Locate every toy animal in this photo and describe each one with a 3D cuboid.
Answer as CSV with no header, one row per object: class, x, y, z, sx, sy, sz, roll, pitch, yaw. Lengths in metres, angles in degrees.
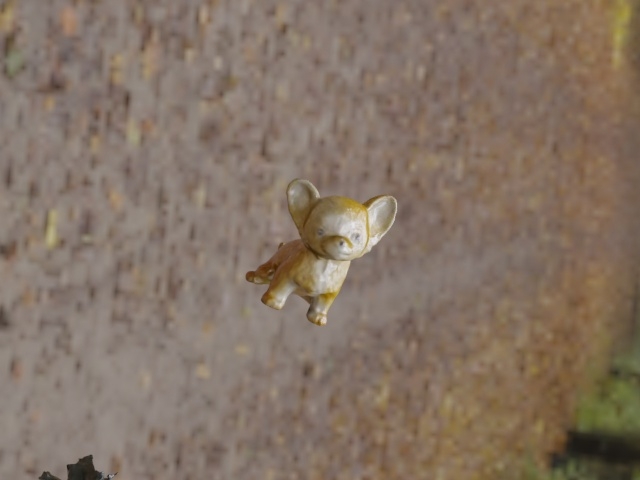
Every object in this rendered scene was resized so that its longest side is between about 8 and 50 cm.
toy animal,0.000,0.000,1.033,0.081,0.060,0.083,-90,-156,-66

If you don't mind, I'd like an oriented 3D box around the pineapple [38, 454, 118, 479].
pineapple,-0.143,0.177,1.138,0.058,0.058,0.124,-70,155,-50
